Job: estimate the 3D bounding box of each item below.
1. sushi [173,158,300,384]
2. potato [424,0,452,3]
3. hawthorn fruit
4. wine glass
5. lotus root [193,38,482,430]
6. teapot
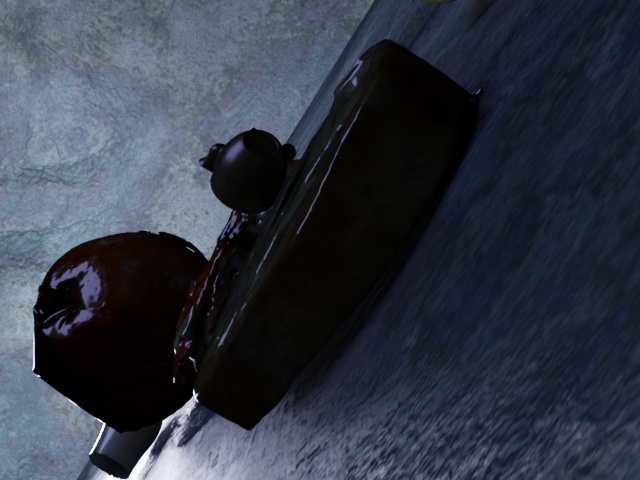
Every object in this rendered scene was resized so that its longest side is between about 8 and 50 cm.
[{"bbox_3d":[-0.063,0.029,1.570,0.332,0.130,0.124,-66,13,-16],"label":"sushi"},{"bbox_3d":[0.169,-0.378,1.572,0.296,0.141,0.191,-69,-5,-54],"label":"potato"},{"bbox_3d":[-0.282,0.135,2.058,0.316,0.316,0.316,-58,6,10],"label":"hawthorn fruit"},{"bbox_3d":[-0.306,0.296,2.321,0.202,0.093,0.093,-62,7,-29],"label":"wine glass"},{"bbox_3d":[0.000,0.000,1.272,0.375,0.111,0.390,-65,8,-24],"label":"lotus root"},{"bbox_3d":[-0.063,-0.080,1.339,0.110,0.085,0.080,-41,-16,-45],"label":"teapot"}]
